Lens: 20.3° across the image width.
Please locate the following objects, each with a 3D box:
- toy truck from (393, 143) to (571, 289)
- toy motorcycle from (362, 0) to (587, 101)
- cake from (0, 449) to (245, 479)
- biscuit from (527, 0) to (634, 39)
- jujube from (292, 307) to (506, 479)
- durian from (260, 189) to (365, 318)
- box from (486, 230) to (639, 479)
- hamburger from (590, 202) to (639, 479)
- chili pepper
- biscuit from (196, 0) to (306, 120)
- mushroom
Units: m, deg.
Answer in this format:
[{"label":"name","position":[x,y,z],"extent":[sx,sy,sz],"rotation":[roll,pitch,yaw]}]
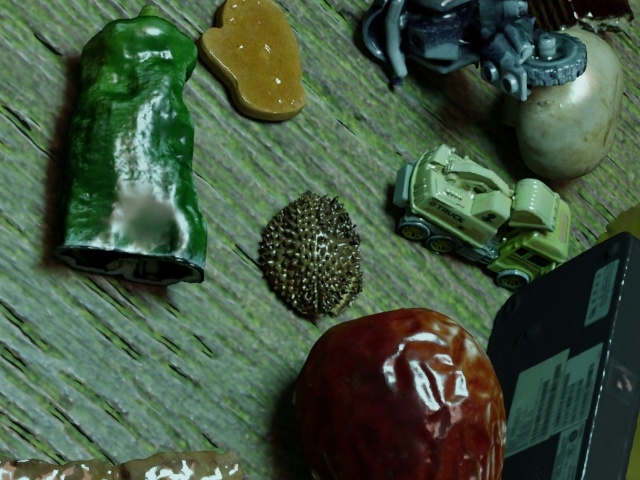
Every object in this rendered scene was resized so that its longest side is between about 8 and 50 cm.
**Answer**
[{"label":"toy truck","position":[0.173,-0.032,1.823],"extent":[0.191,0.116,0.085],"rotation":[26,56,-22]},{"label":"toy motorcycle","position":[0.146,-0.213,1.852],"extent":[0.159,0.106,0.270],"rotation":[-23,38,-23]},{"label":"cake","position":[-0.192,0.322,1.289],"extent":[0.282,0.256,0.290],"rotation":[5,61,-33]},{"label":"biscuit","position":[0.273,-0.340,2.082],"extent":[0.106,0.070,0.252],"rotation":[-12,74,-38]},{"label":"jujube","position":[0.077,0.190,1.604],"extent":[0.190,0.190,0.255],"rotation":[-3,81,-37]},{"label":"durian","position":[0.003,0.000,1.717],"extent":[0.110,0.071,0.140],"rotation":[16,54,-29]},{"label":"box","position":[0.217,0.167,1.690],"extent":[0.058,0.211,0.350],"rotation":[33,52,-20]},{"label":"hamburger","position":[0.462,0.106,1.798],"extent":[0.277,0.396,0.396],"rotation":[-4,70,-35]},{"label":"chili pepper","position":[-0.167,-0.099,1.630],"extent":[0.136,0.099,0.270],"rotation":[4,69,-7]},{"label":"biscuit","position":[-0.072,-0.186,1.787],"extent":[0.118,0.023,0.140],"rotation":[9,63,-32]},{"label":"mushroom","position":[0.259,-0.147,1.925],"extent":[0.127,0.166,0.166],"rotation":[8,54,12]}]
